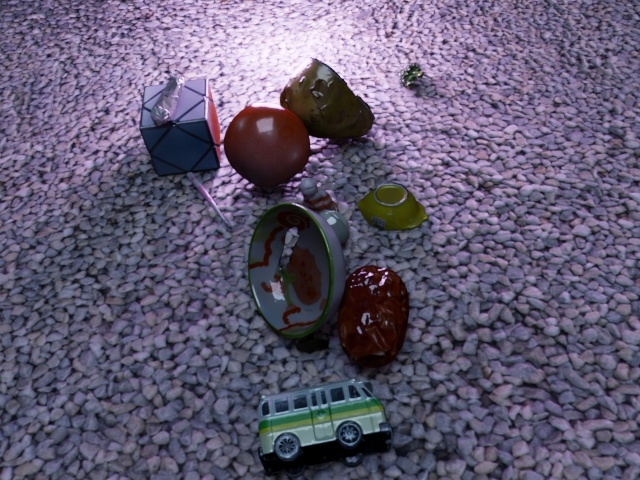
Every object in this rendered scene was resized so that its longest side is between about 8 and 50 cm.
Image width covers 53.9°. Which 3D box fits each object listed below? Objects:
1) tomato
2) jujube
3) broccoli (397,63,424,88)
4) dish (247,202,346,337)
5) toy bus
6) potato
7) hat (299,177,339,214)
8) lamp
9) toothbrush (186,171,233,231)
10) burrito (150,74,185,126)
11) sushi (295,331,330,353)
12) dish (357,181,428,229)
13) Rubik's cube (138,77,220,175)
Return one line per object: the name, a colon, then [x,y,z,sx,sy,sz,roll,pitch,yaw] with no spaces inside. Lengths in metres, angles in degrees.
tomato: [-0.154,-0.275,1.819,0.256,0.255,0.224,28,66,24]
jujube: [0.123,0.174,1.483,0.174,0.174,0.250,3,53,8]
broccoli: [0.306,-0.550,2.106,0.092,0.097,0.095,10,92,27]
dish: [-0.037,0.070,1.537,0.124,0.324,0.324,-2,41,-42]
toy bus: [0.005,0.392,1.341,0.276,0.133,0.164,-10,51,-3]
potato: [0.005,-0.396,1.924,0.196,0.300,0.246,-52,40,3]
hat: [-0.014,-0.118,1.736,0.112,0.162,0.093,21,59,25]
lamp: [0.000,0.000,1.685,0.106,0.106,0.193,32,70,27]
toothbrush: [-0.327,-0.120,1.854,0.020,0.025,0.286,-29,54,-18]
burrito: [-0.439,-0.403,1.808,0.064,0.064,0.203,4,50,8]
sushi: [-0.019,0.245,1.531,0.083,0.044,0.046,-2,30,1]
dish: [0.201,-0.105,1.759,0.208,0.080,0.148,11,54,15]
Rubik's cube: [-0.424,-0.346,1.928,0.205,0.205,0.207,-7,52,0]
